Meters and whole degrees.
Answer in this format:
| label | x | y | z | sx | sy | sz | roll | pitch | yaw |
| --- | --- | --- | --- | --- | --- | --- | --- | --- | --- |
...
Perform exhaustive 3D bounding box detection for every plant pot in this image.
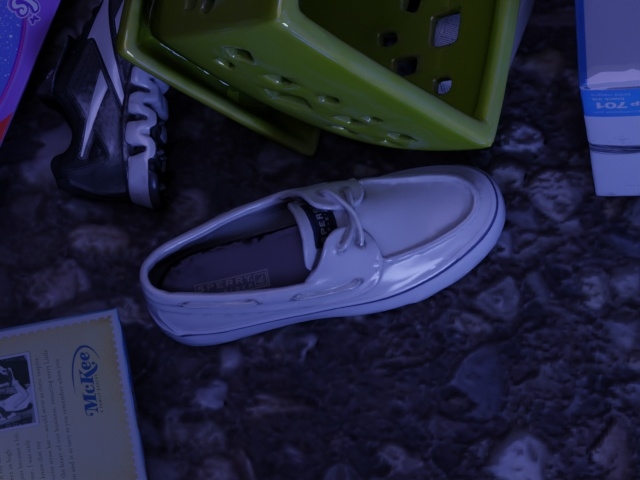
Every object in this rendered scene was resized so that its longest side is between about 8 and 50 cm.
| label | x | y | z | sx | sy | sz | roll | pitch | yaw |
| --- | --- | --- | --- | --- | --- | --- | --- | --- | --- |
| plant pot | -0.005 | -0.191 | 1.354 | 0.207 | 0.228 | 0.227 | -8 | 64 | 44 |

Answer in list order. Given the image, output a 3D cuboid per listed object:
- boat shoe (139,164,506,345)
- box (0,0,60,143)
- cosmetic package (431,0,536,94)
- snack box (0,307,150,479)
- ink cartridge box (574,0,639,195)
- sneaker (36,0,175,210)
| label | x | y | z | sx | sy | sz | roll | pitch | yaw |
| --- | --- | --- | --- | --- | --- | --- | --- | --- | --- |
| boat shoe | 0.000 | 0.000 | 1.366 | 0.267 | 0.088 | 0.096 | -13 | 68 | 4 |
| box | -0.308 | -0.174 | 1.458 | 0.201 | 0.057 | 0.293 | 23 | 73 | -9 |
| cosmetic package | 0.120 | -0.161 | 1.434 | 0.060 | 0.041 | 0.115 | 19 | 73 | 16 |
| snack box | -0.201 | 0.213 | 1.291 | 0.187 | 0.060 | 0.322 | -11 | 63 | -4 |
| ink cartridge box | 0.219 | -0.128 | 1.326 | 0.082 | 0.191 | 0.140 | -4 | 69 | 9 |
| sneaker | -0.161 | -0.135 | 1.449 | 0.106 | 0.078 | 0.234 | -1 | 71 | 6 |
